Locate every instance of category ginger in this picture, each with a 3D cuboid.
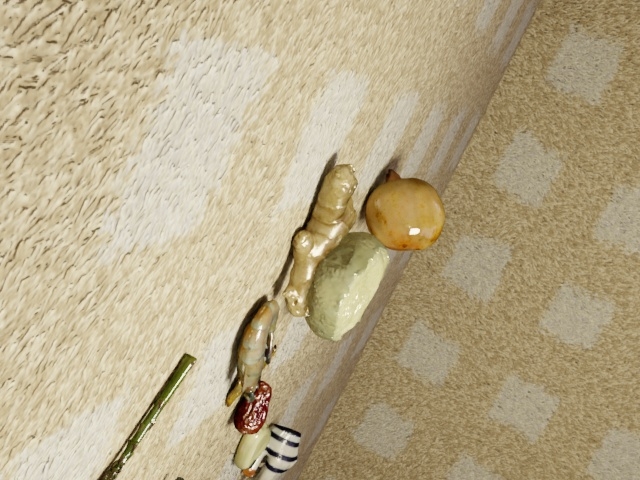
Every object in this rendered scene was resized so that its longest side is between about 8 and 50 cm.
[{"bbox_3d":[0.000,0.000,1.498,0.333,0.081,0.148,-64,164,11],"label":"ginger"}]

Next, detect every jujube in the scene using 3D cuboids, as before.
[{"bbox_3d":[-0.154,0.387,1.748,0.077,0.077,0.129,46,67,-77],"label":"jujube"}]

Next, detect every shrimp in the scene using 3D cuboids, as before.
[{"bbox_3d":[-0.128,0.214,1.524,0.254,0.059,0.145,99,13,-45],"label":"shrimp"}]

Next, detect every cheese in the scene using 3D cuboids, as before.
[{"bbox_3d":[-0.171,0.508,1.992,0.127,0.054,0.251,-50,163,-40],"label":"cheese"}]

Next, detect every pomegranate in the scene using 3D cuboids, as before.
[{"bbox_3d":[0.217,-0.067,1.934,0.207,0.207,0.207,-57,167,-21],"label":"pomegranate"}]

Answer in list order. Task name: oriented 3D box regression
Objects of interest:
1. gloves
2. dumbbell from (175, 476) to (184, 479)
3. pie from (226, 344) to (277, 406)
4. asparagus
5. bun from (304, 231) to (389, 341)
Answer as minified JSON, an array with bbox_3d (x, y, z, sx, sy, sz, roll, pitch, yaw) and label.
[{"bbox_3d":[-0.147,0.669,2.279,0.140,0.131,0.218,57,54,-73],"label":"gloves"},{"bbox_3d":[-0.316,0.582,1.481,0.110,0.110,0.254,-1,112,-76],"label":"dumbbell"},{"bbox_3d":[-0.150,0.284,1.633,0.170,0.034,0.092,-50,166,-23],"label":"pie"},{"bbox_3d":[-0.269,0.282,1.173,0.025,0.024,0.248,47,65,-32],"label":"asparagus"},{"bbox_3d":[0.038,0.086,1.676,0.259,0.152,0.259,-49,156,-30],"label":"bun"}]
